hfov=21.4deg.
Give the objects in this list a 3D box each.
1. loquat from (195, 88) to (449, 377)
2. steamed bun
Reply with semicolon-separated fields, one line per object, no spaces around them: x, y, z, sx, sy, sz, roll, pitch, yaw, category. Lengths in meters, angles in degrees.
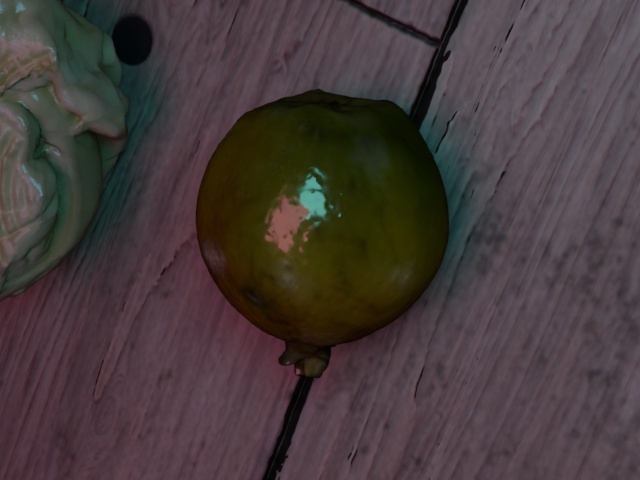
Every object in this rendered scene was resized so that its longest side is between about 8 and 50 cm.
0.000;0.000;1.425;0.213;0.213;0.246;11;102;28;loquat
-0.302;-0.112;1.586;0.276;0.203;0.289;-35;93;19;steamed bun
